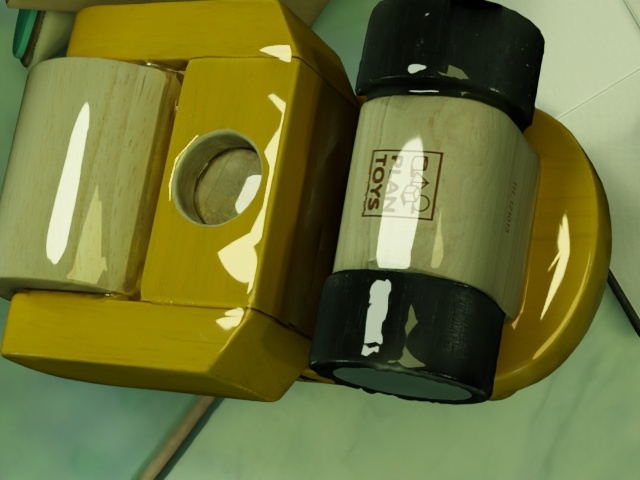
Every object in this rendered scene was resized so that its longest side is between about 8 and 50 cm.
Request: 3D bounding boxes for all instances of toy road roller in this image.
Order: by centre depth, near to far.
[{"bbox_3d":[0.000,0.000,0.876,0.329,0.240,0.203,4,75,25],"label":"toy road roller"}]

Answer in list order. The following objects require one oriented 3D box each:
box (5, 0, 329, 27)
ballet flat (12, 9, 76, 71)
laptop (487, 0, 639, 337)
[{"bbox_3d":[-0.057,-0.179,0.858,0.201,0.164,0.021,-1,59,-33],"label":"box"},{"bbox_3d":[-0.128,-0.220,0.933,0.086,0.086,0.249,9,87,-3],"label":"ballet flat"},{"bbox_3d":[0.275,-0.186,0.803,0.408,0.236,0.382,-31,97,4],"label":"laptop"}]
